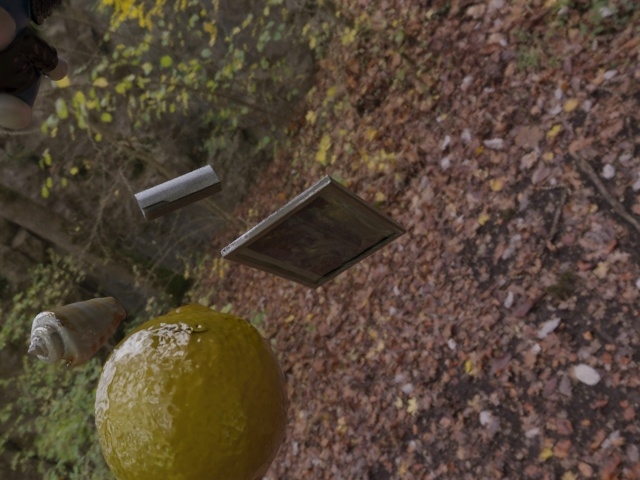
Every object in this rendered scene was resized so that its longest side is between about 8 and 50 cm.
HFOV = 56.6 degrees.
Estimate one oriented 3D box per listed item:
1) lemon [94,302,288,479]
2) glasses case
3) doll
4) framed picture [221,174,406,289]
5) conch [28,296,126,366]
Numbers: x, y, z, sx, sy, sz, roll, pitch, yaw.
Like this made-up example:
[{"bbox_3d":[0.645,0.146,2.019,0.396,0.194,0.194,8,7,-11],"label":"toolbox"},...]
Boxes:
[{"bbox_3d":[-0.178,0.232,0.835,0.293,0.293,0.293,-44,20,21],"label":"lemon"},{"bbox_3d":[-0.356,-0.122,1.493,0.204,0.071,0.047,-25,-30,-19],"label":"glasses case"},{"bbox_3d":[-0.472,-0.316,0.755,0.310,0.284,0.240,107,162,-64],"label":"doll"},{"bbox_3d":[0.000,0.000,1.076,0.232,0.315,0.024,-34,63,19],"label":"framed picture"},{"bbox_3d":[-0.612,0.211,1.491,0.255,0.158,0.127,-44,-14,-39],"label":"conch"}]
